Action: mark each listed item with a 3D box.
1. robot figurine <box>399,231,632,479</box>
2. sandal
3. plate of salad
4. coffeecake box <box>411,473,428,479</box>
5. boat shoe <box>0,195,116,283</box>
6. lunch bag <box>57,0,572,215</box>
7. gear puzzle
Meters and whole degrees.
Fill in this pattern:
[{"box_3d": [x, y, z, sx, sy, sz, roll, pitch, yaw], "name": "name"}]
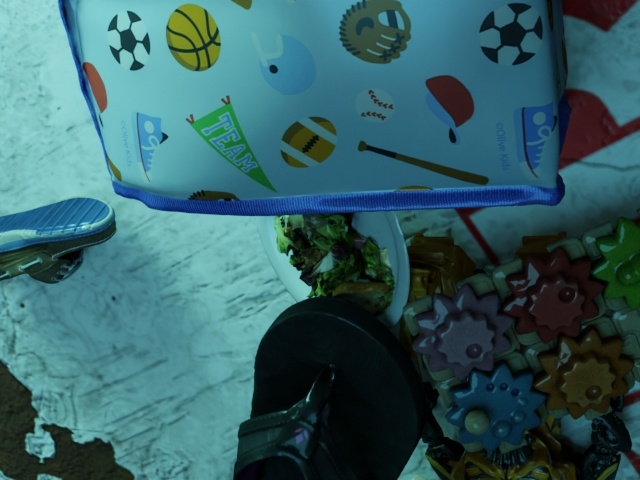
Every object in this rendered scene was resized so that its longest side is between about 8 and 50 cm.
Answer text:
[{"box_3d": [0.164, 0.132, 1.405, 0.211, 0.085, 0.291, -1, 117, 23], "name": "robot figurine"}, {"box_3d": [-0.017, 0.230, 1.475, 0.168, 0.107, 0.445, 25, 135, 7], "name": "sandal"}, {"box_3d": [0.000, 0.000, 1.382, 0.200, 0.048, 0.199, 30, 133, 38], "name": "plate of salad"}, {"box_3d": [0.135, 0.291, 1.445, 0.142, 0.068, 0.185, 29, 167, 13], "name": "coffeecake box"}, {"box_3d": [-0.263, 0.004, 1.521, 0.183, 0.066, 0.066, -7, 120, 36], "name": "boat shoe"}, {"box_3d": [-0.014, -0.199, 1.200, 0.386, 0.239, 0.327, -5, 115, 14], "name": "lunch bag"}, {"box_3d": [0.251, 0.067, 1.291, 0.339, 0.044, 0.175, -23, 115, 5], "name": "gear puzzle"}]
